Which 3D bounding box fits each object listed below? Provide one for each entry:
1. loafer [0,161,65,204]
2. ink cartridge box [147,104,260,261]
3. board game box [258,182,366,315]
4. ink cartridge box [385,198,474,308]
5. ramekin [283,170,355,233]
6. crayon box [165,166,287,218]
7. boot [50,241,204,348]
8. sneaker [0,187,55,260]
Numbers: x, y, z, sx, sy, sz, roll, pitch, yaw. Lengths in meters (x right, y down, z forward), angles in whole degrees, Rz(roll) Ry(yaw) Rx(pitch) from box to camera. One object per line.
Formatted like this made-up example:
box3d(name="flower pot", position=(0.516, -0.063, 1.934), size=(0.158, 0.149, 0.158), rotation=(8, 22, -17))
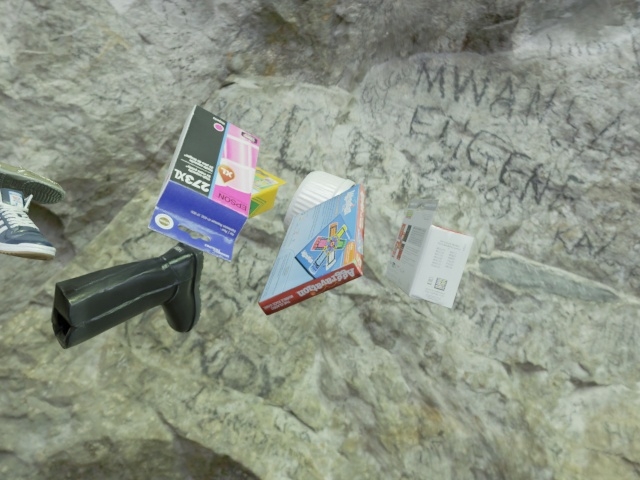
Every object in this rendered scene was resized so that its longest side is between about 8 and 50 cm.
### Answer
box3d(name="loafer", position=(-0.956, -0.199, 1.469), size=(0.094, 0.088, 0.251), rotation=(-40, -42, 21))
box3d(name="ink cartridge box", position=(-0.236, -0.137, 0.986), size=(0.175, 0.371, 0.069), rotation=(26, -47, -25))
box3d(name="board game box", position=(0.000, 0.000, 0.700), size=(0.145, 0.281, 0.027), rotation=(-26, -69, 19))
box3d(name="ink cartridge box", position=(0.319, 0.023, 1.344), size=(0.129, 0.309, 0.272), rotation=(16, -85, -5))
box3d(name="ramekin", position=(-0.007, -0.073, 1.126), size=(0.108, 0.207, 0.207), rotation=(27, -60, 8))
box3d(name="crayon box", position=(-0.268, -0.144, 1.332), size=(0.203, 0.323, 0.083), rotation=(28, -61, 17))
box3d(name="boot", position=(-0.574, 0.217, 1.394), size=(0.146, 0.445, 0.367), rotation=(23, -60, 24))
box3d(name="sneaker", position=(-0.686, -0.042, 1.027), size=(0.282, 0.099, 0.153), rotation=(6, -100, 31))
